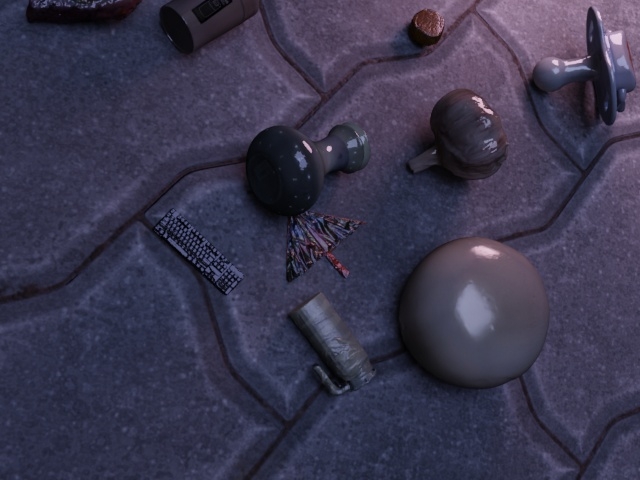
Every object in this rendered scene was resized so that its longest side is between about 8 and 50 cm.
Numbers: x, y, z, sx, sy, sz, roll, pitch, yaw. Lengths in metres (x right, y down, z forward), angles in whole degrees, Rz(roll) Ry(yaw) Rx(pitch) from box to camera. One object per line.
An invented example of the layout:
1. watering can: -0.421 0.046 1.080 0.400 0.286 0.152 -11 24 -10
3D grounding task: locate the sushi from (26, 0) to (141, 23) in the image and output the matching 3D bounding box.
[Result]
1. sushi: -0.437 -0.483 1.576 0.161 0.107 0.241 35 73 -11

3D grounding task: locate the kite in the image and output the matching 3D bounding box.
1. kite: 0.000 0.000 1.691 0.232 0.009 0.189 -41 94 -27

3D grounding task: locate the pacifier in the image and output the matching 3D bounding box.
1. pacifier: 0.639 -0.415 2.005 0.233 0.244 0.299 -6 72 6

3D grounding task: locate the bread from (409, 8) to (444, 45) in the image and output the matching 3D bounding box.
1. bread: 0.247 -0.496 1.909 0.085 0.053 0.085 4 68 -11

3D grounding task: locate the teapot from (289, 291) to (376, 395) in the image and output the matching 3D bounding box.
1. teapot: 0.017 0.211 1.605 0.107 0.077 0.200 -38 93 -23

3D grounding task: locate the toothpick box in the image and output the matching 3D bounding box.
1. toothpick box: -0.224 -0.470 1.663 0.180 0.111 0.111 -39 93 -25

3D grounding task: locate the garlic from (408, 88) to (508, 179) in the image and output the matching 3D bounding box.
1. garlic: 0.291 -0.212 1.792 0.212 0.218 0.218 -29 89 2

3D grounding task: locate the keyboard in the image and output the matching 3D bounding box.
1. keyboard: -0.233 0.022 1.580 0.195 0.018 0.060 43 67 -7

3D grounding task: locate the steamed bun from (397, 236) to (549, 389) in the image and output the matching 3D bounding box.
1. steamed bun: 0.328 0.146 1.687 0.324 0.206 0.324 6 75 -21

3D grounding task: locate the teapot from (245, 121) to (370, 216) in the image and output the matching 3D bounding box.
1. teapot: -0.021 -0.159 1.645 0.251 0.183 0.183 -25 87 -39
